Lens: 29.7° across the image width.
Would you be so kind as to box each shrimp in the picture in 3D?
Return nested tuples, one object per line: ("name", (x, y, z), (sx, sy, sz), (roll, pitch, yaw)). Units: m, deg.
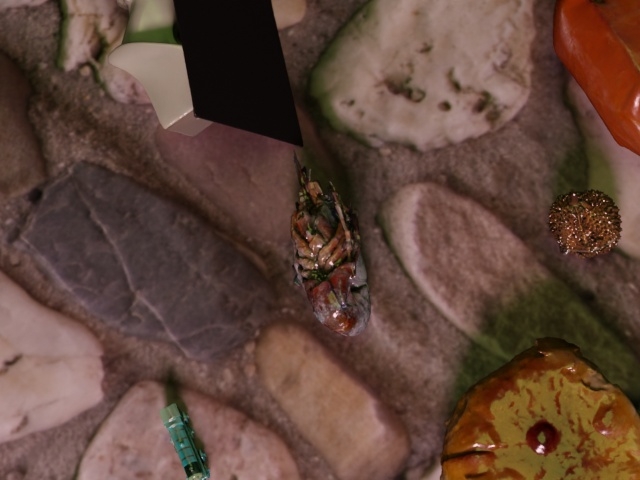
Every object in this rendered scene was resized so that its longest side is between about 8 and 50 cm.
("shrimp", (0.000, 0.000, 1.319), (0.090, 0.079, 0.233), (-34, 61, 31))

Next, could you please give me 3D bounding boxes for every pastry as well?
("pastry", (0.230, 0.211, 1.204), (0.218, 0.100, 0.229), (3, 70, 5))

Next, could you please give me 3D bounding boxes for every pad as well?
("pad", (-0.102, -0.230, 1.385), (0.006, 0.170, 0.246), (-29, 63, 36))

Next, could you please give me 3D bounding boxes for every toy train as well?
("toy train", (-0.140, 0.213, 1.256), (0.029, 0.045, 0.092), (-24, 66, -4))

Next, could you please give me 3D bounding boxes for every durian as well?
("durian", (0.284, -0.021, 1.300), (0.080, 0.091, 0.080), (-12, 48, 13))

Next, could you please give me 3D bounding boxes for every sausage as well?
("sausage", (0.360, -0.203, 1.338), (0.153, 0.141, 0.268), (-24, 69, -6))

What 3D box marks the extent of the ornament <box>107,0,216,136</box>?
("ornament", (-0.190, -0.253, 1.400), (0.120, 0.130, 0.285), (-20, 66, 16))
